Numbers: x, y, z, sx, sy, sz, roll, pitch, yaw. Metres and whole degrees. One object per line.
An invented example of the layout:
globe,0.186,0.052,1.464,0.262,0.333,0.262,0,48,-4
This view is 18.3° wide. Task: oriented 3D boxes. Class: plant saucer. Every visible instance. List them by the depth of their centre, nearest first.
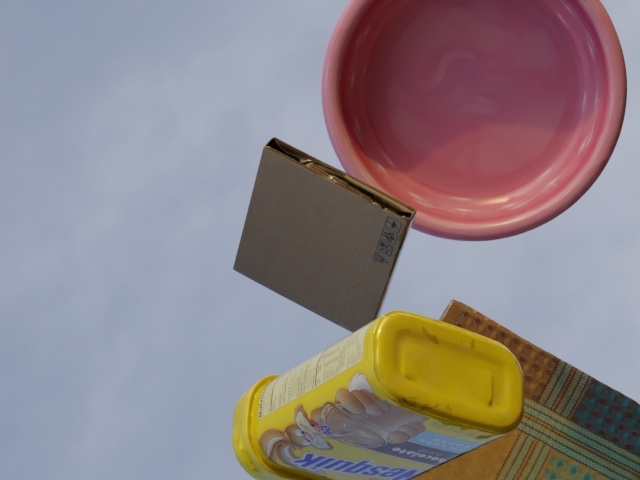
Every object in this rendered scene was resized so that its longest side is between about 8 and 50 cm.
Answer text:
plant saucer,0.169,-0.167,2.190,0.084,0.332,0.332,-46,-40,-82

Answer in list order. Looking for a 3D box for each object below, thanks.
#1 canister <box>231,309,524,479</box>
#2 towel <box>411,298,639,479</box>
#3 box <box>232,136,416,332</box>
canister,0.037,0.111,1.302,0.126,0.170,0.073,19,-121,-27
towel,0.155,0.275,2.000,0.370,0.271,0.040,-59,-5,-17
box,0.000,0.000,2.009,0.021,0.164,0.201,-56,-11,-38
